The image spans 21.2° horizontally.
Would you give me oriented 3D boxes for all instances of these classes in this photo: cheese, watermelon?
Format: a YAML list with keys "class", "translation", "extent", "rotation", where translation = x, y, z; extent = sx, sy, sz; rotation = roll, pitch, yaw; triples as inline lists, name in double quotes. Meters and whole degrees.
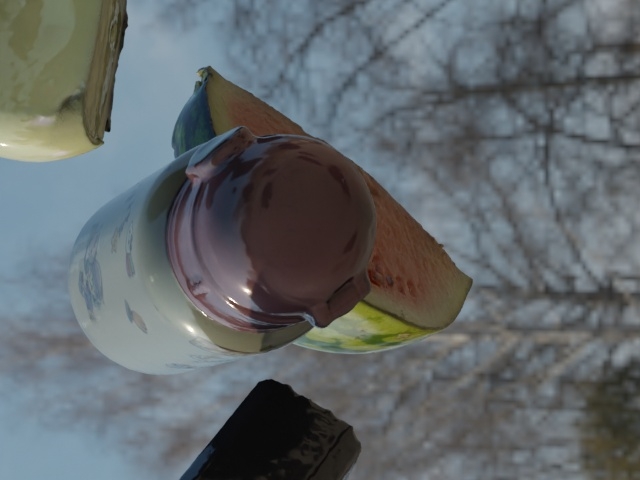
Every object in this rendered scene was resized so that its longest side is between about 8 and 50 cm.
- class: "cheese"
  translation: [-0.216, -0.114, 0.811]
  extent: [0.054, 0.251, 0.127]
  rotation: [-5, -76, -85]
- class: "watermelon"
  translation: [-0.018, 0.020, 1.359]
  extent: [0.303, 0.128, 0.159]
  rotation: [37, -147, -23]

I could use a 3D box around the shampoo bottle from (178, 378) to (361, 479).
- class: "shampoo bottle"
  translation: [-0.086, 0.193, 0.731]
  extent: [0.309, 0.071, 0.098]
  rotation: [-51, -8, -43]

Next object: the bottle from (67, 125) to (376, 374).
- class: "bottle"
  translation: [-0.048, 0.006, 0.850]
  extent: [0.233, 0.110, 0.110]
  rotation: [158, 118, -67]
